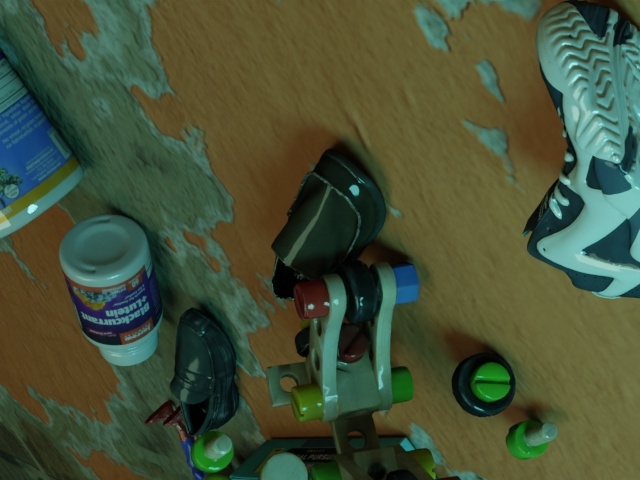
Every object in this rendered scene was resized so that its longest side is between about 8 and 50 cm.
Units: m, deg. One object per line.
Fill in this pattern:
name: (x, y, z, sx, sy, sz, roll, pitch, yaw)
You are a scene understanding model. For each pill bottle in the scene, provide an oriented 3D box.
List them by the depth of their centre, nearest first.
pill bottle: (-0.414, -0.146, 1.525, 0.272, 0.152, 0.152, 56, 151, -16)
pill bottle: (-0.254, 0.068, 1.617, 0.108, 0.108, 0.193, 32, 148, 28)

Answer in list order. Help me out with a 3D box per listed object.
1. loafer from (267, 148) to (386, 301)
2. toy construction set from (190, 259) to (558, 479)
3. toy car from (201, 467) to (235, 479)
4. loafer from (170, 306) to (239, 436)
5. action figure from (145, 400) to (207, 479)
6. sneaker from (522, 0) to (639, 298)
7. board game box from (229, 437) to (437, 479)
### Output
loafer: (0.000, 0.000, 1.210, 0.080, 0.078, 0.220, 40, 151, 15)
toy construction set: (0.003, 0.185, 1.234, 0.257, 0.309, 0.237, 55, 157, 4)
toy car: (-0.101, 0.396, 1.767, 0.182, 0.136, 0.159, 44, 156, -20)
loafer: (-0.150, 0.171, 1.632, 0.076, 0.078, 0.223, 32, 148, 26)
action figure: (-0.172, 0.381, 1.874, 0.280, 0.139, 0.091, 54, 152, -17)
sneaker: (0.178, -0.045, 0.890, 0.153, 0.094, 0.235, -14, 125, 49)
board game box: (0.061, 0.358, 1.574, 0.254, 0.079, 0.336, 54, 151, -12)
